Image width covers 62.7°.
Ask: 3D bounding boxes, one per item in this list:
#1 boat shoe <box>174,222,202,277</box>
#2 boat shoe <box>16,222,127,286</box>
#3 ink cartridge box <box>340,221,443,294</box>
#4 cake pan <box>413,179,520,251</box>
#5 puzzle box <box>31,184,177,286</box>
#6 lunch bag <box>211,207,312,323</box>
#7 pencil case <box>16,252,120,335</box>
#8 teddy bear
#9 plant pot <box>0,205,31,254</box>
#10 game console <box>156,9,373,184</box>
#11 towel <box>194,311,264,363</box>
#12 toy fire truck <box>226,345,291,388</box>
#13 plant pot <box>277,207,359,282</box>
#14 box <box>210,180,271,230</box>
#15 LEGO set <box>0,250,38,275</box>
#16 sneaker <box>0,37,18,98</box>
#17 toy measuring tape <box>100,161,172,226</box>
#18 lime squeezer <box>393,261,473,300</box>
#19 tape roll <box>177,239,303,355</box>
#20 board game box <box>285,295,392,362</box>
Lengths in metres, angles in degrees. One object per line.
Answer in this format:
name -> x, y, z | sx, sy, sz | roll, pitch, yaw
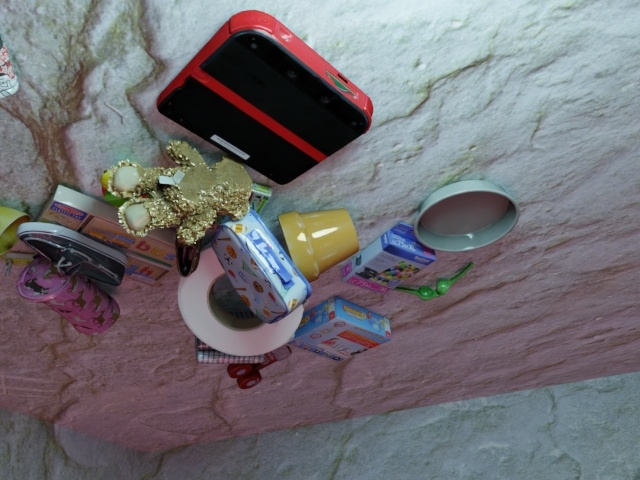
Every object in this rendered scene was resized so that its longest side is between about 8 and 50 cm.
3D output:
boat shoe -> -0.367, 0.004, 1.462 | 0.073, 0.073, 0.207 | 6, 115, 3
boat shoe -> -0.684, 0.048, 1.448 | 0.108, 0.102, 0.301 | -26, 139, 35
ink cartridge box -> 0.225, 0.065, 1.662 | 0.185, 0.065, 0.311 | 18, 138, -27
cake pan -> 0.407, -0.068, 1.487 | 0.292, 0.054, 0.293 | -2, 145, -1
puzzle box -> -0.602, 0.003, 1.524 | 0.408, 0.052, 0.272 | 25, 139, -33
lunch bag -> -0.154, 0.074, 1.381 | 0.303, 0.115, 0.243 | 52, 149, 2
pencil case -> -0.772, 0.178, 1.638 | 0.160, 0.167, 0.386 | -42, 159, -16
teddy bear -> -0.321, -0.108, 1.218 | 0.245, 0.338, 0.113 | 53, 137, 1
plant pot -> -0.865, -0.041, 1.408 | 0.095, 0.134, 0.134 | 34, 137, -5
game console -> -0.112, -0.289, 1.156 | 0.386, 0.060, 0.341 | 29, 139, -36
towel -> -0.321, 0.326, 1.844 | 0.234, 0.283, 0.122 | 1, 104, -15
toy fire truck -> -0.258, 0.442, 2.109 | 0.253, 0.169, 0.302 | -27, 145, -7
plant pot -> 0.000, 0.000, 1.457 | 0.187, 0.205, 0.205 | -18, 145, -4
box -> -0.223, -0.088, 1.437 | 0.114, 0.036, 0.207 | 14, 142, -21
LEGO set -> -0.933, 0.066, 1.555 | 0.132, 0.107, 0.287 | -29, 137, 33
sneaker -> -0.735, -0.333, 1.015 | 0.269, 0.090, 0.145 | -2, 142, -5
toy measuring tape -> -0.462, -0.122, 1.353 | 0.121, 0.122, 0.330 | -8, 167, 8
lime squeezer -> 0.389, 0.150, 1.812 | 0.310, 0.059, 0.110 | -18, 112, 23
tape roll -> -0.237, 0.172, 1.606 | 0.391, 0.072, 0.393 | 1, 111, 1
board game box -> 0.063, 0.354, 2.039 | 0.308, 0.086, 0.301 | 28, 135, -35
